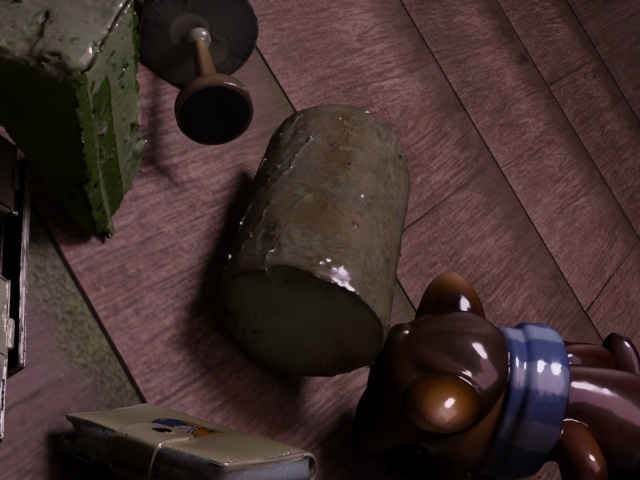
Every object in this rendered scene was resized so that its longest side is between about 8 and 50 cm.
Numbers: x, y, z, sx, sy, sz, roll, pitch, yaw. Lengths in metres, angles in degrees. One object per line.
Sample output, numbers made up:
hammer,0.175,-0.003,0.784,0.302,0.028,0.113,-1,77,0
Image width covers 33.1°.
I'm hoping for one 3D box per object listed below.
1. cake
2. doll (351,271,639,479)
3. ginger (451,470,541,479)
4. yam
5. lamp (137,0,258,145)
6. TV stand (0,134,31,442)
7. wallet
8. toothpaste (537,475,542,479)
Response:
cake,-0.193,-0.101,0.820,0.099,0.235,0.100,23,63,6
doll,0.192,0.190,1.017,0.340,0.209,0.318,19,44,-15
ginger,0.168,0.251,1.132,0.213,0.074,0.137,58,31,-13
yam,0.000,0.000,1.021,0.161,0.161,0.268,46,31,-22
lamp,-0.116,-0.189,1.045,0.121,0.121,0.215,33,27,-38
TV stand,-0.232,0.032,0.760,0.042,0.036,0.249,30,41,-43
wallet,-0.095,0.150,0.753,0.110,0.155,0.039,8,90,-54
toothpaste,0.299,0.366,1.261,0.193,0.045,0.071,59,21,11
